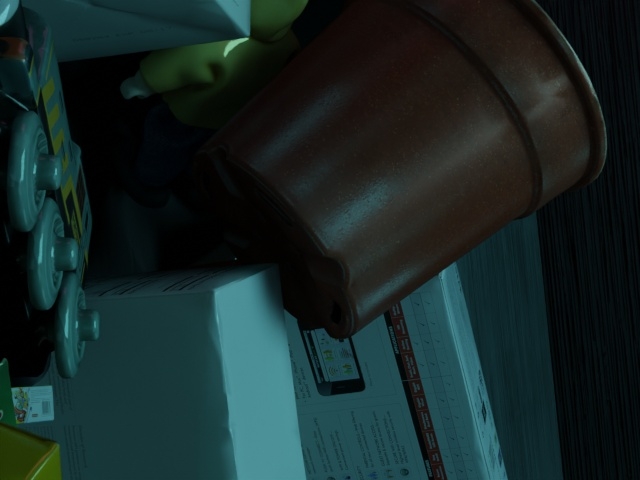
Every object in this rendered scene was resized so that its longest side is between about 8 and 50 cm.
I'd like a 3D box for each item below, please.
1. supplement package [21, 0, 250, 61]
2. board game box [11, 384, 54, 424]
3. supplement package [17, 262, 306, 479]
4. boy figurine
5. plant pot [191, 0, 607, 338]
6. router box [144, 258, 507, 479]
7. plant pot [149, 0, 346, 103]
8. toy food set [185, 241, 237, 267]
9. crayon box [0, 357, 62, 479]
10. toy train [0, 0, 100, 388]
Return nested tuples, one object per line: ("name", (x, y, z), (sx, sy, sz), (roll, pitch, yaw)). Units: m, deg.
("supplement package", (-0.178, -0.309, 1.356), (0.198, 0.199, 0.262), (41, 47, -63))
("board game box", (-0.264, 0.116, 1.146), (0.154, 0.103, 0.026), (9, 77, -71))
("supplement package", (-0.139, 0.127, 1.356), (0.149, 0.203, 0.194), (-23, 107, -70))
("boy figurine", (-0.094, -0.152, 1.475), (0.177, 0.285, 0.092), (-9, 51, -41))
("plant pot", (0.053, -0.072, 1.425), (0.265, 0.272, 0.272), (-40, 135, -18))
("router box", (0.007, 0.167, 1.613), (0.082, 0.301, 0.335), (-75, 154, -57))
("plant pot", (-0.044, -0.224, 1.666), (0.196, 0.293, 0.293), (66, 5, 36))
("toy food set", (0.000, 0.000, 1.741), (0.092, 0.220, 0.306), (58, 19, 4))
("crayon box", (-0.242, 0.250, 1.037), (0.318, 0.081, 0.202), (-56, 157, -44))
("toy train", (-0.229, -0.037, 1.158), (0.334, 0.142, 0.190), (87, 3, -53))
